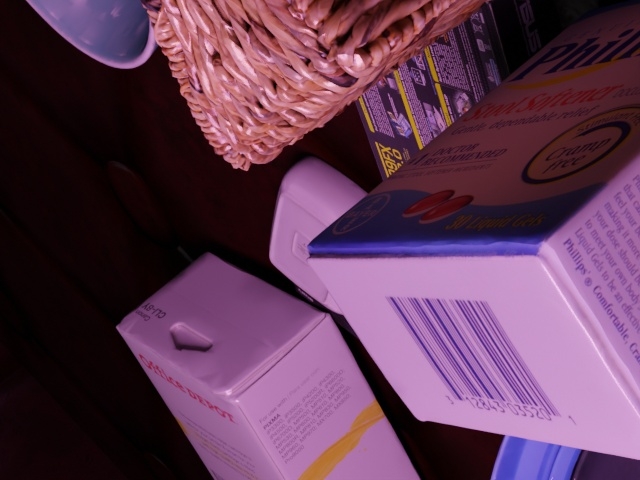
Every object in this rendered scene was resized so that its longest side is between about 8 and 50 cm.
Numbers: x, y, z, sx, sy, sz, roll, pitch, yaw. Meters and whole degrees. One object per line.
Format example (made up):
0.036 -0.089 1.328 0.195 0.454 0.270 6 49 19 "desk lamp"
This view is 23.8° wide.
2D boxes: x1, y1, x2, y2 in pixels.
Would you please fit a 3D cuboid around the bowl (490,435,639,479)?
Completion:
0.271 0.269 1.196 0.391 0.077 0.391 -10 78 59 "bowl"

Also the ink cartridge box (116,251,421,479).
-0.045 0.230 1.861 0.279 0.160 0.385 24 149 51 "ink cartridge box"

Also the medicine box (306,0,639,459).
0.184 -0.023 0.907 0.149 0.289 0.263 56 157 -15 "medicine box"

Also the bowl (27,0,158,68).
-0.187 -0.324 1.320 0.311 0.163 0.311 41 156 23 "bowl"

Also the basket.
0.023 -0.218 0.904 0.213 0.299 0.223 52 157 -2 "basket"

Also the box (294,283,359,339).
0.010 0.029 1.651 0.116 0.029 0.162 36 154 32 "box"

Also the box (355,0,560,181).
0.111 -0.112 1.212 0.216 0.060 0.270 26 146 47 "box"

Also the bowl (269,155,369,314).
0.000 0.000 1.543 0.142 0.053 0.142 39 134 32 "bowl"
